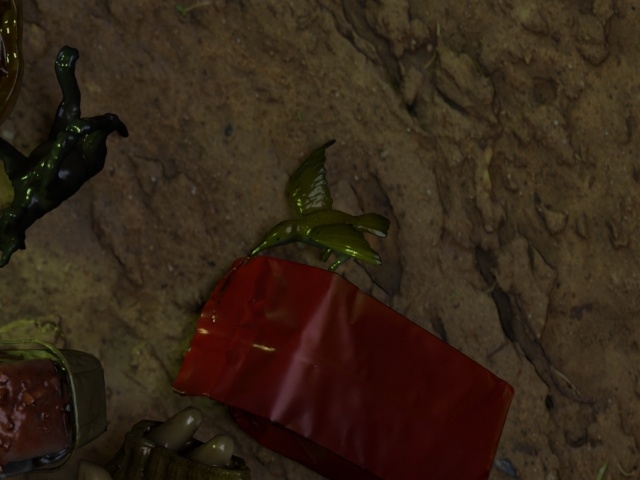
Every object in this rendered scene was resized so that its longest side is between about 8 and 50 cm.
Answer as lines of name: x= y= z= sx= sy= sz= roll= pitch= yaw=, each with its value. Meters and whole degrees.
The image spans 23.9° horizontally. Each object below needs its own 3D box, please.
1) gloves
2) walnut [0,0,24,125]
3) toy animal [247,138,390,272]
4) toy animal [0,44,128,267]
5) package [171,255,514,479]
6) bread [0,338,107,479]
gloves: x=-0.184 y=0.334 z=1.496 sx=0.203 sy=0.155 sz=0.356 roll=21 pitch=89 yaw=-26
walnut: x=-0.373 y=-0.196 z=1.448 sx=0.167 sy=0.087 sz=0.211 roll=-12 pitch=103 yaw=-43
toy animal: x=0.000 y=0.000 z=1.705 sx=0.155 sy=0.219 sz=0.095 roll=-35 pitch=131 yaw=5
toy animal: x=-0.272 y=-0.082 z=1.506 sx=0.084 sy=0.148 sz=0.232 roll=28 pitch=49 yaw=8
package: x=0.046 y=0.179 z=1.699 sx=0.423 sy=0.123 sz=0.196 roll=34 pitch=65 yaw=-30
bread: x=-0.319 y=0.147 z=1.372 sx=0.212 sy=0.224 sz=0.142 roll=0 pitch=85 yaw=-58
